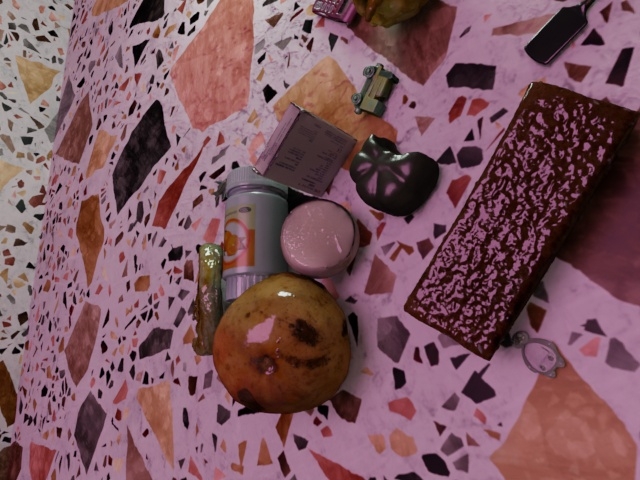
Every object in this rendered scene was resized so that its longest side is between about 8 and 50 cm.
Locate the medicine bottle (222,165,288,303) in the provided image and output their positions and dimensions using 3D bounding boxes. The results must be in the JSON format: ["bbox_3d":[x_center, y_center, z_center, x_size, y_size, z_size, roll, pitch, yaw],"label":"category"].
[{"bbox_3d":[-0.156,-0.005,1.139,0.158,0.158,0.318,-15,69,39],"label":"medicine bottle"}]

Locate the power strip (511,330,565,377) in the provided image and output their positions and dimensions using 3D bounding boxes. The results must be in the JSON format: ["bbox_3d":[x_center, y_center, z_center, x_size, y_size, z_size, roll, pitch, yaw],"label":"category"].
[{"bbox_3d":[0.332,0.173,0.725,0.083,0.035,0.055,44,109,38],"label":"power strip"}]

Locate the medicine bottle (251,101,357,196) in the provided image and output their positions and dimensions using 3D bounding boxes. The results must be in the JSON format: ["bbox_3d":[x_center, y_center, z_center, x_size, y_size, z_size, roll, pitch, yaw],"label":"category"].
[{"bbox_3d":[-0.030,-0.191,1.042,0.052,0.201,0.171,46,111,37],"label":"medicine bottle"}]

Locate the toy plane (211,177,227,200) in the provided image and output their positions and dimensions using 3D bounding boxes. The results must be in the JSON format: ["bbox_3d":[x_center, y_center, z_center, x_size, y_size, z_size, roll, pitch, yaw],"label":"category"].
[{"bbox_3d":[-0.289,-0.156,1.390,0.083,0.033,0.080,-43,53,18],"label":"toy plane"}]

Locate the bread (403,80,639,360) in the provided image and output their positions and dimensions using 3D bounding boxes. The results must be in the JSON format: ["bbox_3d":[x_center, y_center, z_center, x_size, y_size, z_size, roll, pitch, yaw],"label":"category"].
[{"bbox_3d":[0.301,-0.030,0.732,0.165,0.113,0.417,32,100,20],"label":"bread"}]

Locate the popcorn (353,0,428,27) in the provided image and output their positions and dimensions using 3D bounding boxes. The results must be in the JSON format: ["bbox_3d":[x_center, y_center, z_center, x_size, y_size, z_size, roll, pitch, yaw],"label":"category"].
[{"bbox_3d":[0.144,-0.570,0.967,0.192,0.233,0.266,16,64,38],"label":"popcorn"}]

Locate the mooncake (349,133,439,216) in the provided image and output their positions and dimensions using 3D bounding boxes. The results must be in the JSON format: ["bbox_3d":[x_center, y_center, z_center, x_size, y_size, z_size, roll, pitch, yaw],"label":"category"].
[{"bbox_3d":[0.145,-0.137,0.936,0.175,0.104,0.169,-6,69,38],"label":"mooncake"}]

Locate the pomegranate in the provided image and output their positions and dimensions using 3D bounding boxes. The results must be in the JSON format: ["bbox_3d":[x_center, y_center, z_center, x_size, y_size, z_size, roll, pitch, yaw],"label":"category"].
[{"bbox_3d":[-0.074,0.202,0.938,0.281,0.281,0.281,-13,70,40],"label":"pomegranate"}]

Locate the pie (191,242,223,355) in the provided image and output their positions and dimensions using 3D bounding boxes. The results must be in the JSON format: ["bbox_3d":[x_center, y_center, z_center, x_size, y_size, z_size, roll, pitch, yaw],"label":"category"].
[{"bbox_3d":[-0.291,0.150,1.207,0.302,0.066,0.303,-177,90,-72],"label":"pie"}]

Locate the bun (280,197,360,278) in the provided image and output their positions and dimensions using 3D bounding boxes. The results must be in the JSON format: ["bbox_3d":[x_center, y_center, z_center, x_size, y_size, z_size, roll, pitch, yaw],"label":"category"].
[{"bbox_3d":[0.000,0.000,1.017,0.172,0.120,0.173,-2,74,7],"label":"bun"}]

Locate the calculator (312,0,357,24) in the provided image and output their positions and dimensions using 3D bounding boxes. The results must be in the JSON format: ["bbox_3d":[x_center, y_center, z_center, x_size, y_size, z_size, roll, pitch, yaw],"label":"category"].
[{"bbox_3d":[0.055,-0.623,1.195,0.127,0.034,0.190,-60,42,15],"label":"calculator"}]

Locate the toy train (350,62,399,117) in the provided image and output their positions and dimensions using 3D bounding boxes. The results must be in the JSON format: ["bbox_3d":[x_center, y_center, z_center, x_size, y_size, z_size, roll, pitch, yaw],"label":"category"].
[{"bbox_3d":[0.120,-0.335,1.046,0.081,0.050,0.122,33,101,38],"label":"toy train"}]

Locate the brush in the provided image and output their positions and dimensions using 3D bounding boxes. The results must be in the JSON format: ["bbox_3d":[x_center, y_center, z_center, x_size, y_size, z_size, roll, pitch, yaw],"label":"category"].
[{"bbox_3d":[0.435,-0.384,0.788,0.193,0.016,0.063,-47,52,24],"label":"brush"}]
